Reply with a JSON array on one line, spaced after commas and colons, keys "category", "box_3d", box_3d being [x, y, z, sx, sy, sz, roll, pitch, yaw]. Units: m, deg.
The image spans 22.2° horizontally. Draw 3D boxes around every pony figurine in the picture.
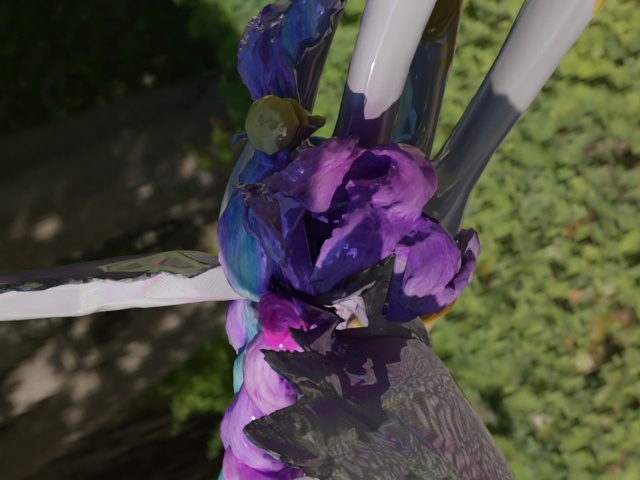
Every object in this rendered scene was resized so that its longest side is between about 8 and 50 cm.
[{"category": "pony figurine", "box_3d": [0.000, 0.000, 0.712, 0.303, 0.363, 0.351, 21, -175, 26]}]
